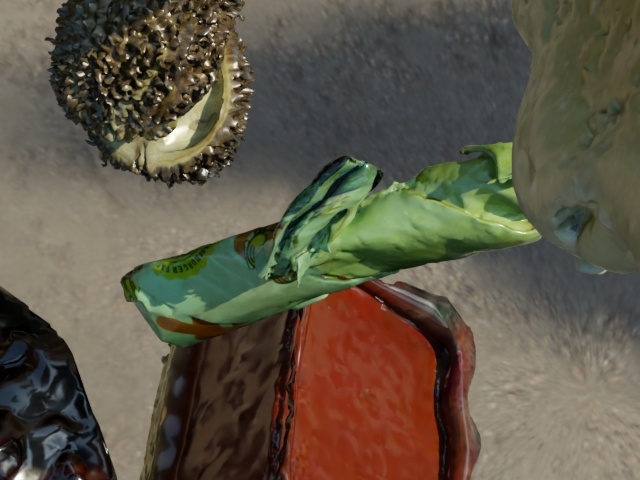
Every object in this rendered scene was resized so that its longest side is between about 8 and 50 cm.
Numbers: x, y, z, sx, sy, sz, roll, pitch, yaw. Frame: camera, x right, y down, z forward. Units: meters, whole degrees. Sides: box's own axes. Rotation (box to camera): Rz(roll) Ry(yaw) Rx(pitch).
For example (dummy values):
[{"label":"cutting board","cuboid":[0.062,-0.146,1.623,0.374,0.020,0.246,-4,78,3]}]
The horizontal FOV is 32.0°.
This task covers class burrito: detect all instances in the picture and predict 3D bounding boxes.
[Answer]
[{"label":"burrito","cuboid":[0.000,0.000,0.577,0.288,0.104,0.054,-18,72,29]}]

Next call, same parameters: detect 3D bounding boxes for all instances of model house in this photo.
[{"label":"model house","cuboid":[-0.041,0.142,0.750,0.254,0.160,0.196,-26,45,38]}]

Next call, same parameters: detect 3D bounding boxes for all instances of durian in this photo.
[{"label":"durian","cuboid":[-0.119,-0.145,0.896,0.167,0.196,0.196,31,90,10]}]

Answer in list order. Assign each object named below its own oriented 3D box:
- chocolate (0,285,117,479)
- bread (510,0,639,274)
[{"label":"chocolate","cuboid":[-0.222,0.141,0.540,0.206,0.177,0.224,-41,67,44]},{"label":"bread","cuboid":[0.141,-0.112,0.287,0.054,0.316,0.316,18,86,-20]}]
